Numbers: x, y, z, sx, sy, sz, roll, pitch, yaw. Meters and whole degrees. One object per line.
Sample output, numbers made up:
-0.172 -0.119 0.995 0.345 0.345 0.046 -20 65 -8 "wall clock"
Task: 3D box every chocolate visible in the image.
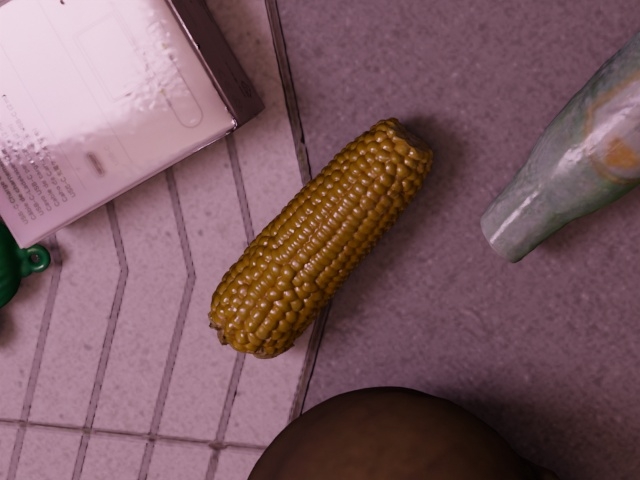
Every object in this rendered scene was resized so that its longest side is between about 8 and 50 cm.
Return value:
0.253 -0.092 1.574 0.110 0.110 0.291 46 111 -1 "chocolate"

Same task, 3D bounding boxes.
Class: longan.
0.080 0.279 1.600 0.318 0.319 0.319 3 104 13 "longan"

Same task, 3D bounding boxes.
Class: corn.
-0.002 0.000 1.660 0.091 0.091 0.260 42 104 4 "corn"

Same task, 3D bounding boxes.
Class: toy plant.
-0.353 0.044 1.750 0.200 0.105 0.143 -2 112 2 "toy plant"

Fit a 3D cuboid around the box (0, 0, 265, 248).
-0.209 -0.141 1.665 0.251 0.106 0.203 -29 97 17 "box"
